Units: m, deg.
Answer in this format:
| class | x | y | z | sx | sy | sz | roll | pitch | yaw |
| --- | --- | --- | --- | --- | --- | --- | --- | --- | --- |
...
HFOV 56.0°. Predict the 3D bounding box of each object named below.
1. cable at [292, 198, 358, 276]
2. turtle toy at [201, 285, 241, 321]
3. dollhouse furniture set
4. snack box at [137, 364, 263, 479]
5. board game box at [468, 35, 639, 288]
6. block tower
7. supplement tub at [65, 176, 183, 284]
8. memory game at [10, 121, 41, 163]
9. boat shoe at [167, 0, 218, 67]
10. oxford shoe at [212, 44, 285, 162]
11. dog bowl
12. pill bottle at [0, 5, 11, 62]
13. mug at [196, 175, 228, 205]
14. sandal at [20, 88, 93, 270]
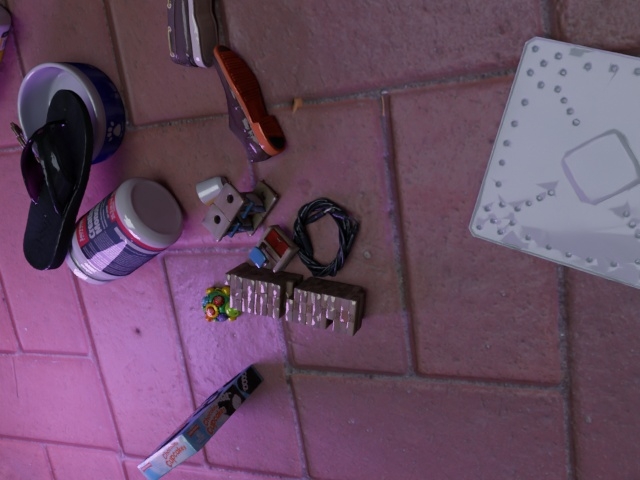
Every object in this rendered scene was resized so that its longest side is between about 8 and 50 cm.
| class | x | y | z | sx | sy | sz | roll | pitch | yaw |
| --- | --- | --- | --- | --- | --- | --- | --- | --- | --- |
| cable | 0.000 | 0.000 | 1.381 | 0.150 | 0.047 | 0.185 | 26 | 115 | 15 |
| turtle toy | -0.251 | 0.169 | 1.533 | 0.130 | 0.066 | 0.095 | -5 | 103 | 25 |
| dollhouse furniture set | -0.145 | -0.031 | 1.371 | 0.184 | 0.129 | 0.129 | 47 | 119 | 19 |
| snack box | -0.287 | 0.445 | 1.487 | 0.187 | 0.322 | 0.060 | -41 | 89 | 28 |
| board game box | 0.517 | -0.136 | 1.108 | 0.389 | 0.050 | 0.390 | 19 | 112 | 18 |
| block tower | -0.061 | 0.136 | 1.425 | 0.335 | 0.091 | 0.097 | 11 | 109 | 21 |
| supplement tub | -0.498 | -0.019 | 1.516 | 0.272 | 0.191 | 0.191 | -31 | 92 | 28 |
| memory game | -0.764 | -0.231 | 1.598 | 0.012 | 0.186 | 0.186 | -32 | 91 | -13 |
| boat shoe | -0.290 | -0.546 | 1.311 | 0.096 | 0.116 | 0.324 | 8 | 114 | 18 |
| oxford shoe | -0.184 | -0.301 | 1.348 | 0.098 | 0.097 | 0.271 | -23 | 95 | 34 |
| dog bowl | -0.636 | -0.319 | 1.537 | 0.264 | 0.104 | 0.265 | 7 | 109 | 22 |
| pill bottle | -0.954 | -0.472 | 1.585 | 0.188 | 0.188 | 0.334 | 37 | 116 | 10 |
| mug | -0.252 | -0.123 | 1.460 | 0.064 | 0.078 | 0.062 | -24 | 62 | 19 |
| sandal | -0.647 | -0.140 | 1.438 | 0.167 | 0.107 | 0.446 | 18 | 100 | 28 |
